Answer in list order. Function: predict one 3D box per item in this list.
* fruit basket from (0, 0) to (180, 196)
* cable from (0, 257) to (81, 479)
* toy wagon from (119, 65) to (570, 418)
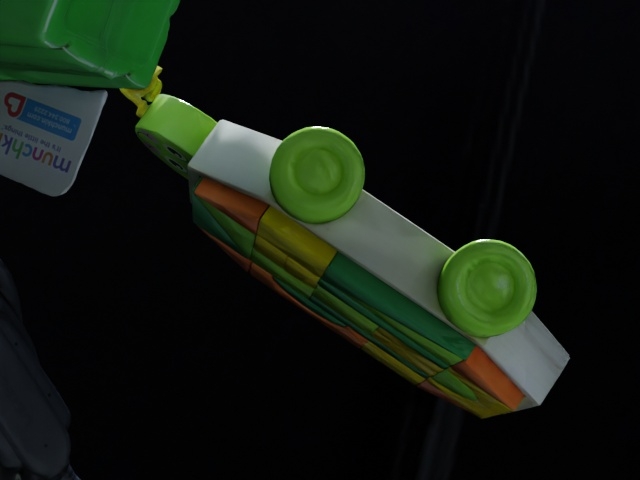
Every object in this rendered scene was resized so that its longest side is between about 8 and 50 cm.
[{"bbox_3d":[-0.217,-0.226,0.740,0.165,0.353,0.327,18,-88,-61],"label":"fruit basket"},{"bbox_3d":[-0.168,0.042,0.509,0.184,0.151,0.047,57,-136,-12],"label":"cable"},{"bbox_3d":[0.000,0.000,0.892,0.344,0.267,0.068,34,-102,2],"label":"toy wagon"}]
